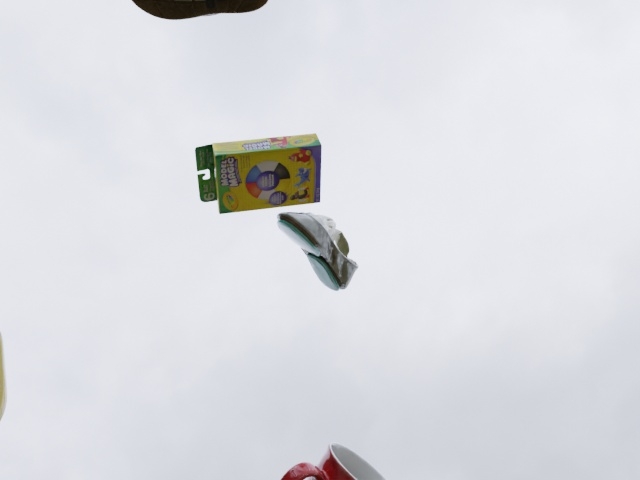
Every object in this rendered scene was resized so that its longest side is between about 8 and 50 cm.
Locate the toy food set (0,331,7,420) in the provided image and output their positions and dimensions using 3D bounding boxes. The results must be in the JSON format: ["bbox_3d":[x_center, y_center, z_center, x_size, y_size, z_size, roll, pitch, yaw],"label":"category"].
[{"bbox_3d":[-0.238,0.075,0.349,0.128,0.218,0.071,-20,-58,-19],"label":"toy food set"}]

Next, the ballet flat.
[{"bbox_3d":[0.000,0.000,0.976,0.072,0.068,0.213,26,-18,33],"label":"ballet flat"}]

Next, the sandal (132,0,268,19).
[{"bbox_3d":[-0.152,-0.314,0.835,0.180,0.049,0.072,-3,-56,-10],"label":"sandal"}]

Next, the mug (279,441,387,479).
[{"bbox_3d":[-0.010,0.347,0.850,0.150,0.113,0.169,37,-88,-8],"label":"mug"}]

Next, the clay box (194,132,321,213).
[{"bbox_3d":[-0.111,-0.119,1.229,0.222,0.053,0.127,-8,-51,-12],"label":"clay box"}]
